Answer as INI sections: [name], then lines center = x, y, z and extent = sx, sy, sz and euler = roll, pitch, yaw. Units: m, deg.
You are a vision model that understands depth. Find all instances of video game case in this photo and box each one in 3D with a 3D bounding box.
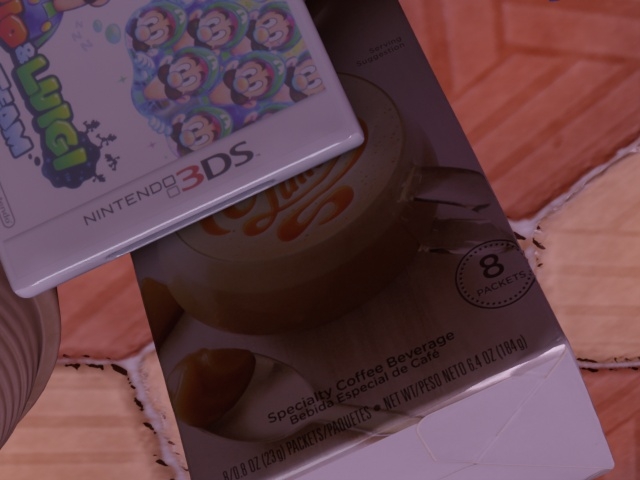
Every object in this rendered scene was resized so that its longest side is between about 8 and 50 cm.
[video game case]
center = -0.079, -0.078, 0.583
extent = 0.143, 0.157, 0.019
euler = -25, 168, 5

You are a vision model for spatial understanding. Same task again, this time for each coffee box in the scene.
[coffee box]
center = 0.000, 0.000, 0.617
extent = 0.141, 0.246, 0.098
euler = -25, 140, 4

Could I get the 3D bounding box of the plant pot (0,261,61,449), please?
[plant pot]
center = -0.234, 0.076, 0.712
extent = 0.237, 0.110, 0.237
euler = -11, 139, -10
